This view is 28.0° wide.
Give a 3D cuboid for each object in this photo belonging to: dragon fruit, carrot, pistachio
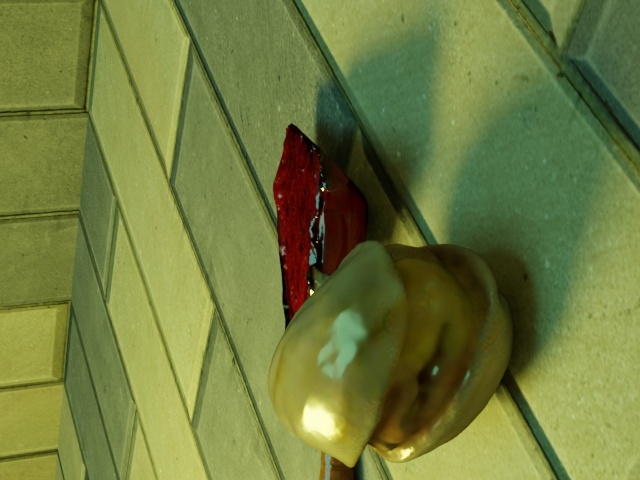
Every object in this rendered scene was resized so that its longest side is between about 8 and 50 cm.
[{"bbox_3d":[0.000,0.000,1.598,0.343,0.100,0.282,-122,39,-74],"label":"dragon fruit"},{"bbox_3d":[0.020,0.322,1.704,0.059,0.059,0.248,-163,71,-67],"label":"carrot"},{"bbox_3d":[0.063,0.116,1.323,0.309,0.230,0.230,122,138,-52],"label":"pistachio"}]
